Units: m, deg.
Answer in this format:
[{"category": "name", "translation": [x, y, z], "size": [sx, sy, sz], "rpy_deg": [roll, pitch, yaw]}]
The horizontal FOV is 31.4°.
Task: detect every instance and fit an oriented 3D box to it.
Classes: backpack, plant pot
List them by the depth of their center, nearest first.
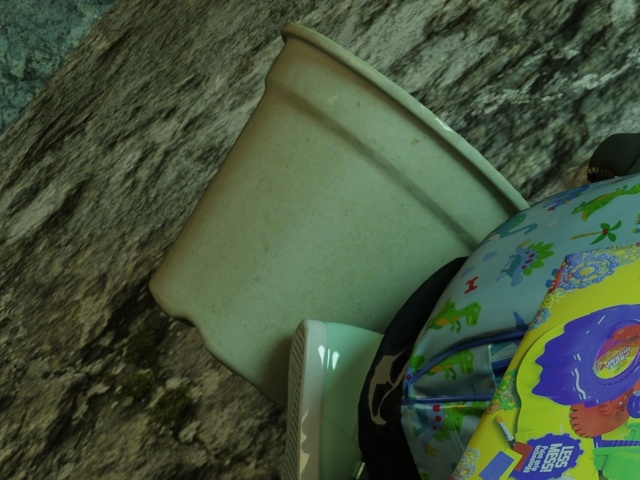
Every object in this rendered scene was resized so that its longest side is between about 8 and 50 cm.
[{"category": "backpack", "translation": [0.234, 0.074, 0.872], "size": [0.356, 0.273, 0.290], "rpy_deg": [3, 28, 33]}, {"category": "plant pot", "translation": [0.000, 0.000, 1.177], "size": [0.305, 0.334, 0.334], "rpy_deg": [-52, 30, 0]}]

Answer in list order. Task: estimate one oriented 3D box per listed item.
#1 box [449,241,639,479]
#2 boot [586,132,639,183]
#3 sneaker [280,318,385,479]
[{"category": "box", "translation": [0.217, 0.180, 0.603], "size": [0.177, 0.279, 0.290], "rpy_deg": [-11, 23, 33]}, {"category": "boot", "translation": [0.298, -0.045, 1.129], "size": [0.198, 0.076, 0.137], "rpy_deg": [-38, 22, -27]}, {"category": "sneaker", "translation": [0.044, 0.204, 1.024], "size": [0.094, 0.151, 0.255], "rpy_deg": [148, 128, -73]}]
